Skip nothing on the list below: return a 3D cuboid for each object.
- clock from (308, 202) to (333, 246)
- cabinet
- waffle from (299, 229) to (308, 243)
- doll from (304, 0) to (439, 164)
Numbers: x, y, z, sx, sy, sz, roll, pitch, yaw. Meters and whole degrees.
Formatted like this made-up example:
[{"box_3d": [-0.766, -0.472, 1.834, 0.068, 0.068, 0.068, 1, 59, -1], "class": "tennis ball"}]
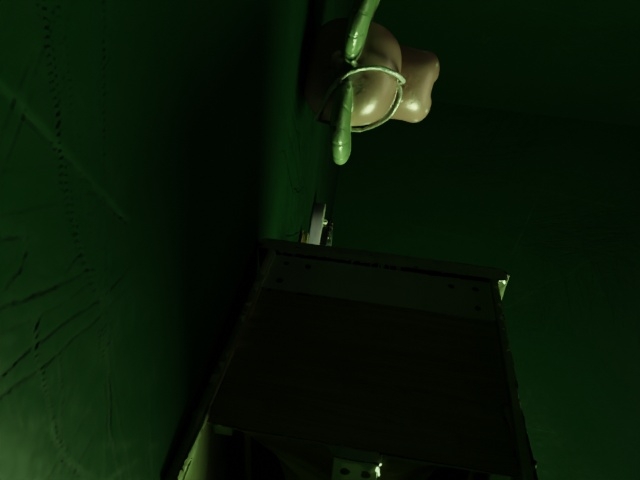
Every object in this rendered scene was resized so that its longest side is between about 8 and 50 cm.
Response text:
[{"box_3d": [0.000, 0.000, 1.482, 0.198, 0.064, 0.172, 92, 5, -55], "class": "clock"}, {"box_3d": [0.040, 0.190, 0.530, 0.318, 0.290, 0.227, -74, 169, -56], "class": "cabinet"}, {"box_3d": [-0.045, 0.056, 1.162, 0.092, 0.021, 0.135, 96, 2, -58], "class": "waffle"}, {"box_3d": [0.081, -0.268, 0.856, 0.268, 0.217, 0.284, -56, 157, -69], "class": "doll"}]
